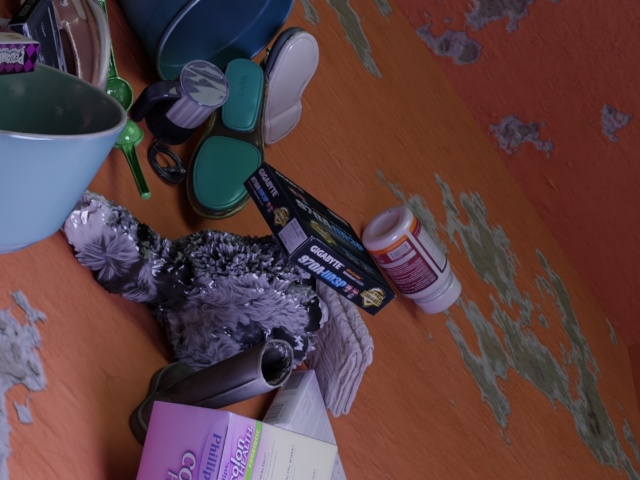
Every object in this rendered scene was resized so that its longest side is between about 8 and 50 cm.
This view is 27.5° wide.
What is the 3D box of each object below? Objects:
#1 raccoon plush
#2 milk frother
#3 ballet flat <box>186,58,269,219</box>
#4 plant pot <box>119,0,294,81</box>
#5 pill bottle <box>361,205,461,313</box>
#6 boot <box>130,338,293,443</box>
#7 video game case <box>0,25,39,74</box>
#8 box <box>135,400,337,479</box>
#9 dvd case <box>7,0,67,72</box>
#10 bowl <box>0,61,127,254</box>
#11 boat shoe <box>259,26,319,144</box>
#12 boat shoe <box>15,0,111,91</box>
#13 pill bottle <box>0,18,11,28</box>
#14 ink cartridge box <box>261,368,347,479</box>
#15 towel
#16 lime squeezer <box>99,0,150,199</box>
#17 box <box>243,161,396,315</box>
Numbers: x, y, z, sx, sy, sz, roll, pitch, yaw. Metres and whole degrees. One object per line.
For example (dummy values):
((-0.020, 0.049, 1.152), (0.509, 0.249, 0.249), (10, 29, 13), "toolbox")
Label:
((-0.150, 0.007, 1.864), (0.446, 0.216, 0.299), (51, 16, -26), "raccoon plush")
((-0.210, -0.181, 2.023), (0.129, 0.135, 0.143), (-25, 83, -37), "milk frother")
((-0.150, -0.146, 2.147), (0.123, 0.123, 0.348), (44, 40, -38), "ballet flat")
((-0.224, -0.436, 2.171), (0.255, 0.271, 0.272), (52, 17, 19), "plant pot")
((0.191, 0.043, 2.687), (0.221, 0.121, 0.121), (51, 23, -27), "pill bottle")
((-0.128, 0.174, 1.670), (0.076, 0.208, 0.189), (51, 22, -13), "boot")
((-0.459, -0.231, 1.407), (0.232, 0.041, 0.210), (26, 20, 27), "video game case")
((-0.106, 0.321, 1.551), (0.243, 0.117, 0.213), (29, 69, -55), "box")
((-0.350, -0.187, 1.681), (0.179, 0.030, 0.238), (-94, 178, -66), "dvd case")
((-0.377, -0.093, 1.396), (0.312, 0.163, 0.311), (15, 19, -5), "bowl")
((-0.084, -0.288, 2.326), (0.099, 0.116, 0.319), (51, -22, 16), "boat shoe")
((-0.380, -0.323, 1.871), (0.116, 0.123, 0.324), (-1, 63, -29), "boat shoe")
((-0.412, -0.215, 1.672), (0.086, 0.086, 0.152), (44, 27, -38), "pill bottle")
((-0.020, 0.333, 1.975), (0.181, 0.056, 0.224), (-61, 139, -66), "ink cartridge box")
((0.005, 0.121, 2.063), (0.049, 0.187, 0.282), (-7, 52, -23), "towel")
((-0.287, -0.190, 1.914), (0.059, 0.110, 0.310), (-6, 73, -30), "lime squeezer")
((0.000, 0.000, 1.885), (0.220, 0.051, 0.175), (35, 17, -45), "box")
